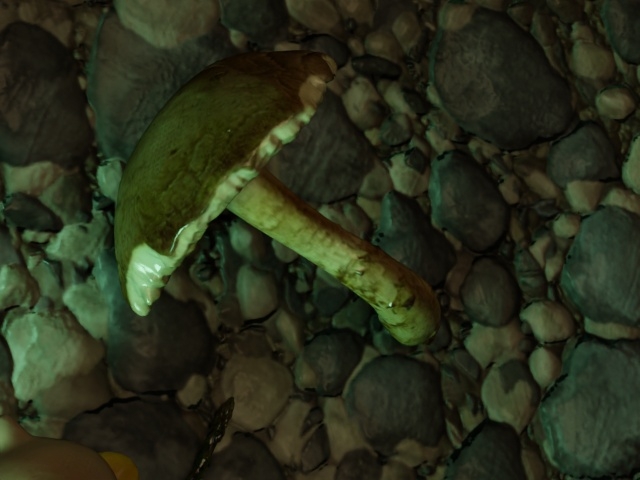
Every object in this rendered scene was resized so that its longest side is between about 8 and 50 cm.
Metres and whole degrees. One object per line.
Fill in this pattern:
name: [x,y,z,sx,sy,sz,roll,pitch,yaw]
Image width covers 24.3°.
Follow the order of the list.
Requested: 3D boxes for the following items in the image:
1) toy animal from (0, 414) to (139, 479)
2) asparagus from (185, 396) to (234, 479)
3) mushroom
toy animal: [-0.171,0.235,1.028,0.165,0.149,0.248,-37,82,-13]
asparagus: [-0.102,0.188,1.139,0.016,0.016,0.162,28,65,4]
mushroom: [-0.004,-0.035,1.126,0.302,0.233,0.207,7,82,-22]
